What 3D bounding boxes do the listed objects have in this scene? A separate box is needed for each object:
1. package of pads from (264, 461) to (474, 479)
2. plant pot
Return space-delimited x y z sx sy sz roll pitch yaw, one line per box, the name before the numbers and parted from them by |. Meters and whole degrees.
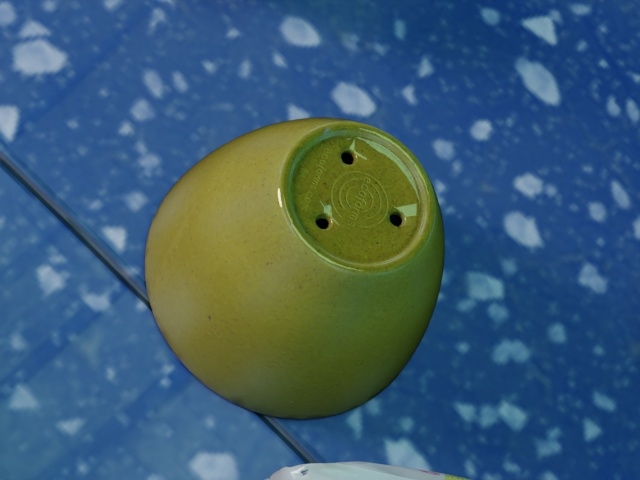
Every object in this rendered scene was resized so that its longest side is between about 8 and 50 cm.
package of pads | 0.099 0.219 0.613 0.297 0.101 0.229 14 65 -15
plant pot | 0.000 0.000 0.672 0.134 0.095 0.134 7 67 -17
